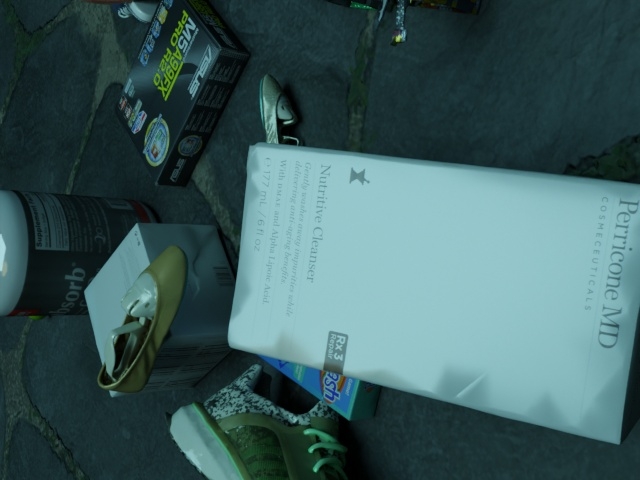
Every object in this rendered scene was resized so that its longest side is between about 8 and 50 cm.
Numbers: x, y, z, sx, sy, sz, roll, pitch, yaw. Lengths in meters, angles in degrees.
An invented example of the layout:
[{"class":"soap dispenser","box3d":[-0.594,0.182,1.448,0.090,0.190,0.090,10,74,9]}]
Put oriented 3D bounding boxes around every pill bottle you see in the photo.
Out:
[{"class":"pill bottle","box3d":[-0.470,0.024,1.382,0.210,0.363,0.210,-4,85,49]}]

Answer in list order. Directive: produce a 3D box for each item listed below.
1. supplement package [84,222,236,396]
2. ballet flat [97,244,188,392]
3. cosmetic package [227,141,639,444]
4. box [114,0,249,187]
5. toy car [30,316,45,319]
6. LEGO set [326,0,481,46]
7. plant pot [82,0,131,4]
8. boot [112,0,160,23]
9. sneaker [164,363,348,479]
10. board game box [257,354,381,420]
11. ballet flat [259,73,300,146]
[{"class":"supplement package","box3d":[-0.241,0.108,1.276,0.203,0.149,0.194,-44,58,38]},{"class":"ballet flat","box3d":[-0.244,0.113,1.114,0.080,0.073,0.232,37,114,41]},{"class":"cosmetic package","box3d":[0.118,0.033,0.781,0.385,0.156,0.217,8,93,30]},{"class":"box","box3d":[-0.239,-0.259,1.365,0.270,0.060,0.216,-58,49,30]},{"class":"toy car","box3d":[-0.641,0.075,1.707,0.155,0.188,0.149,-47,55,36]},{"class":"LEGO set","box3d":[0.054,-0.377,0.936,0.331,0.192,0.255,36,114,44]},{"class":"plant pot","box3d":[-0.374,-0.590,1.389,0.272,0.272,0.265,-50,38,34]},{"class":"boot","box3d":[-0.336,-0.431,1.491,0.086,0.069,0.190,-60,40,38]},{"class":"sneaker","box3d":[-0.023,0.279,1.012,0.410,0.158,0.182,32,73,38]},{"class":"board game box","box3d":[0.004,0.115,1.074,0.210,0.047,0.160,25,106,46]},{"class":"ballet flat","box3d":[-0.053,-0.153,1.163,0.052,0.057,0.168,-3,89,21]}]
